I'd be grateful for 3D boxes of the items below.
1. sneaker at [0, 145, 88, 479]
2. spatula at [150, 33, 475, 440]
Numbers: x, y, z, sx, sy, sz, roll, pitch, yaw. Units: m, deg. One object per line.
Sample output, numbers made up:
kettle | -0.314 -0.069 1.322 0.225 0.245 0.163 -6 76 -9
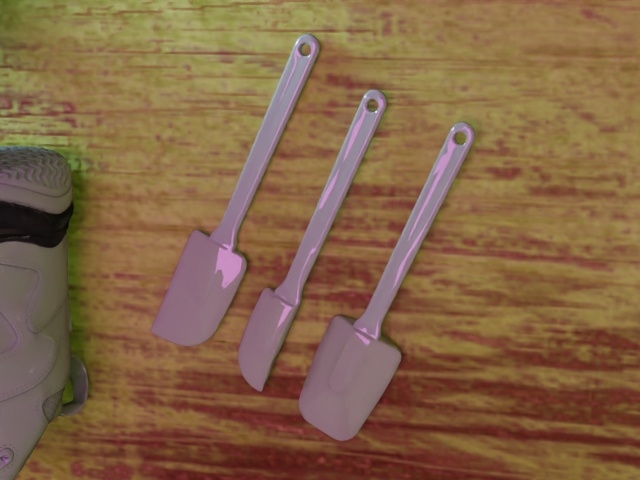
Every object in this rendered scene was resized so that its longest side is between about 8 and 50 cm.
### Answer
sneaker | -0.302 0.082 0.964 0.137 0.366 0.210 10 117 47
spatula | 0.000 0.000 1.010 0.168 0.019 0.242 30 108 15
